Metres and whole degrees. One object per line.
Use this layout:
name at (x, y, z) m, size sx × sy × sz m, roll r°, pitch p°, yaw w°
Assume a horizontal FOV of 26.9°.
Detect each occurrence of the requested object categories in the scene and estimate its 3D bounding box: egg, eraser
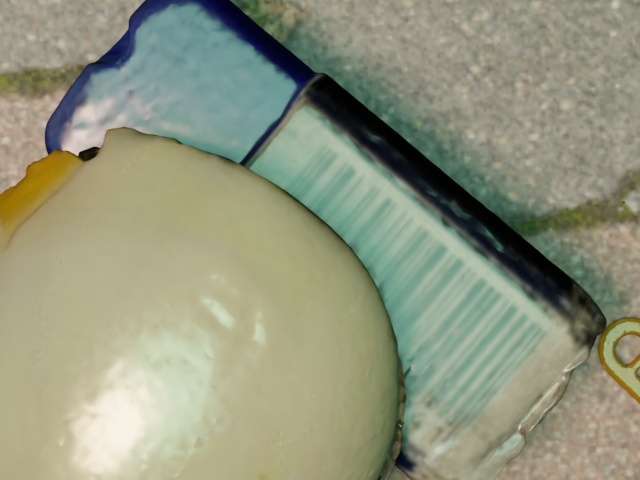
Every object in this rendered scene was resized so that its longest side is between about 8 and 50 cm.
egg at (-0.097, 0.099, 0.705) m, size 0.264 × 0.174 × 0.286 m, roll 24°, pitch 119°, yaw 7°
eraser at (0.000, 0.000, 0.801) m, size 0.332 × 0.101 × 0.155 m, roll 40°, pitch 91°, yaw 1°

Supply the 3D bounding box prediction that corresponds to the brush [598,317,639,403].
brush at (0.276, 0.153, 0.843) m, size 0.103 × 0.013 × 0.272 m, roll -44°, pitch 89°, yaw -1°
